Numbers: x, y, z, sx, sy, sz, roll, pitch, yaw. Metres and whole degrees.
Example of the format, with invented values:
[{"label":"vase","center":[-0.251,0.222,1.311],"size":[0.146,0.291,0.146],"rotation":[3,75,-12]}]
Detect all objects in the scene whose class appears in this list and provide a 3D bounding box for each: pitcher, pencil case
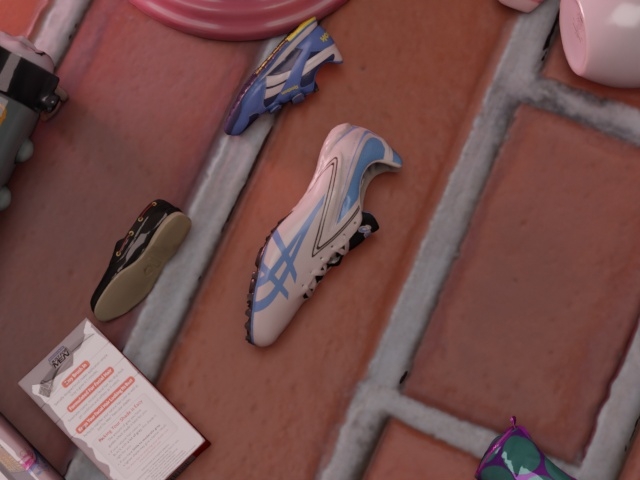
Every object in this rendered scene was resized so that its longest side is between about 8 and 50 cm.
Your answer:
[{"label":"pitcher","center":[0.336,-0.237,1.853],"size":[0.207,0.125,0.178],"rotation":[-10,56,-9]},{"label":"pencil case","center":[0.219,0.237,1.773],"size":[0.151,0.064,0.070],"rotation":[36,98,9]}]

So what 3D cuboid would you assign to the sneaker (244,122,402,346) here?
[{"label":"sneaker","center":[0.000,0.000,1.823],"size":[0.086,0.085,0.237],"rotation":[27,81,12]}]

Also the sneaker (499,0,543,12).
[{"label":"sneaker","center":[0.227,-0.268,1.895],"size":[0.134,0.070,0.051],"rotation":[-19,66,-32]}]

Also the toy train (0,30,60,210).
[{"label":"toy train","center":[-0.385,-0.068,1.823],"size":[0.190,0.142,0.334],"rotation":[26,87,1]}]

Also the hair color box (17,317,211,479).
[{"label":"hair color box","center":[-0.196,0.165,1.811],"size":[0.093,0.053,0.167],"rotation":[-44,81,-6]}]

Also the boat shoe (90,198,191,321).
[{"label":"boat shoe","center":[-0.180,0.020,1.849],"size":[0.042,0.049,0.133],"rotation":[36,88,37]}]

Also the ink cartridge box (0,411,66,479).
[{"label":"ink cartridge box","center":[-0.341,0.263,1.763],"size":[0.278,0.117,0.201],"rotation":[44,83,10]}]

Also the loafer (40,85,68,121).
[{"label":"loafer","center":[-0.310,-0.167,1.894],"size":[0.125,0.045,0.039],"rotation":[36,88,6]}]

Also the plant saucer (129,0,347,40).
[{"label":"plant saucer","center":[-0.083,-0.369,1.907],"size":[0.332,0.084,0.332],"rotation":[-1,77,3]}]

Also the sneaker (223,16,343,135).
[{"label":"sneaker","center":[-0.038,-0.152,1.872],"size":[0.059,0.053,0.144],"rotation":[42,95,-12]}]
